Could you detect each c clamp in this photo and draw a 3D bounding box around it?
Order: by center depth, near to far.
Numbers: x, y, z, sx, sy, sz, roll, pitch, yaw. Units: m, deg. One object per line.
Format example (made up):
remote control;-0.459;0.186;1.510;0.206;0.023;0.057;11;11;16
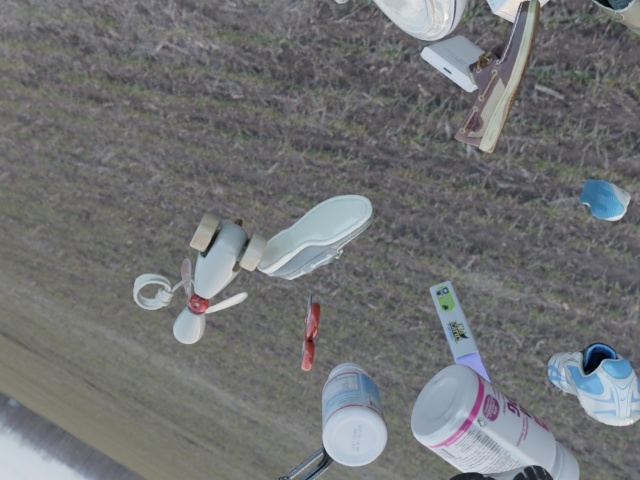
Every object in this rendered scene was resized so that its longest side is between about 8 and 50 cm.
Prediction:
c clamp;-0.022;0.395;1.088;0.022;0.160;0.137;52;173;-5

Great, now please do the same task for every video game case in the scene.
video game case;0.366;0.275;1.568;0.061;0.244;0.269;-22;127;11

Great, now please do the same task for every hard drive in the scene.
hard drive;0.474;-0.585;2.053;0.203;0.307;0.040;41;128;11

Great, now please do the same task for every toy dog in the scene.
toy dog;-0.250;0.069;1.452;0.333;0.161;0.220;-39;104;20

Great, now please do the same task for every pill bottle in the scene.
pill bottle;0.045;0.240;0.897;0.087;0.087;0.160;39;-168;-10
pill bottle;0.319;0.365;1.138;0.283;0.160;0.160;37;153;-12

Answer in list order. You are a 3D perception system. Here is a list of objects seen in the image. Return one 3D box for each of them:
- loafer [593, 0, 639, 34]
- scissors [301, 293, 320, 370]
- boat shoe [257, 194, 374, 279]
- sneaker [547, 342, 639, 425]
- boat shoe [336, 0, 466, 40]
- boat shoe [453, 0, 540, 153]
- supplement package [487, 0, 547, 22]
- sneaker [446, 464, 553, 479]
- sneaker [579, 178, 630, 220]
loafer;0.434;-0.420;0.958;0.094;0.087;0.251;-54;49;36
scissors;-0.023;0.153;1.100;0.021;0.109;0.297;7;179;-4
boat shoe;0.000;0.000;1.420;0.319;0.116;0.099;-29;136;27
sneaker;0.356;0.171;0.818;0.085;0.086;0.237;5;180;6
boat shoe;0.029;-0.300;0.611;0.136;0.156;0.367;12;158;38
boat shoe;0.384;-0.366;1.392;0.123;0.123;0.342;21;125;13
supplement package;0.579;-0.737;1.713;0.139;0.134;0.244;4;149;-40
sneaker;0.240;0.383;0.899;0.300;0.111;0.121;19;146;-34
sneaker;0.695;-0.098;1.495;0.092;0.229;0.087;15;108;5
